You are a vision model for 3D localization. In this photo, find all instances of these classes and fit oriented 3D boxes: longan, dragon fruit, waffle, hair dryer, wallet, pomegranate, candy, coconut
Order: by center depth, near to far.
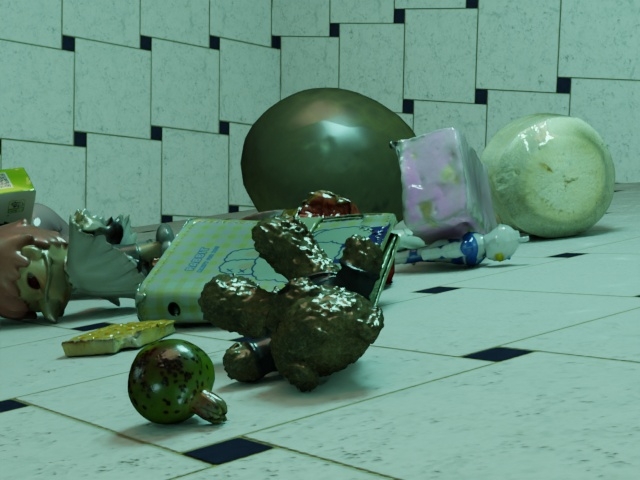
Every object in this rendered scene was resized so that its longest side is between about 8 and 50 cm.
[{"bbox_3d":[-0.116,0.117,0.864,0.073,0.073,0.084,-8,30,-27],"label":"pomegranate"},{"bbox_3d":[-0.238,0.114,1.294,0.092,0.021,0.135,-5,5,17],"label":"waffle"},{"bbox_3d":[-0.062,0.037,1.405,0.309,0.077,0.223,-3,26,21],"label":"wallet"},{"bbox_3d":[-0.001,0.000,1.589,0.223,0.148,0.218,-9,5,-38],"label":"dragon fruit"},{"bbox_3d":[0.208,-0.073,1.779,0.115,0.156,0.265,-13,-16,17],"label":"candy"},{"bbox_3d":[0.164,0.007,1.981,0.154,0.044,0.183,-9,8,-10],"label":"hair dryer"},{"bbox_3d":[0.422,-0.124,2.052,0.237,0.238,0.266,-6,3,-5],"label":"coconut"},{"bbox_3d":[0.026,-0.161,2.346,0.404,0.336,0.404,4,12,-1],"label":"longan"}]

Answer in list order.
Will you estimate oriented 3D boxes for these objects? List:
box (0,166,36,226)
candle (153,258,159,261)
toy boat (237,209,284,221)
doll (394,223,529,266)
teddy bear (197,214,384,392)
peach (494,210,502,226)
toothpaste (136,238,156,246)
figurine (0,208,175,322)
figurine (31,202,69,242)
[{"bbox_3d":[-0.542,0.012,1.656,0.175,0.261,0.062,-9,47,-33],"label":"box"},{"bbox_3d":[-0.400,0.051,2.046,0.301,0.059,0.084,-5,14,3],"label":"candle"},{"bbox_3d":[-0.124,0.013,1.671,0.206,0.096,0.282,-29,-2,10],"label":"toy boat"},{"bbox_3d":[0.218,0.017,1.697,0.227,0.057,0.114,-14,-7,34],"label":"doll"},{"bbox_3d":[-0.010,0.066,1.031,0.129,0.182,0.251,35,4,-24],"label":"teddy bear"},{"bbox_3d":[0.283,-0.024,1.934,0.083,0.083,0.083,-6,5,0],"label":"peach"},{"bbox_3d":[-0.279,0.025,2.300,0.266,0.061,0.096,-2,1,-27],"label":"toothpaste"},{"bbox_3d":[-0.399,0.049,1.589,0.386,0.166,0.207,-9,-29,-4],"label":"figurine"},{"bbox_3d":[-0.448,0.042,1.879,0.287,0.186,0.176,12,52,8],"label":"figurine"}]
